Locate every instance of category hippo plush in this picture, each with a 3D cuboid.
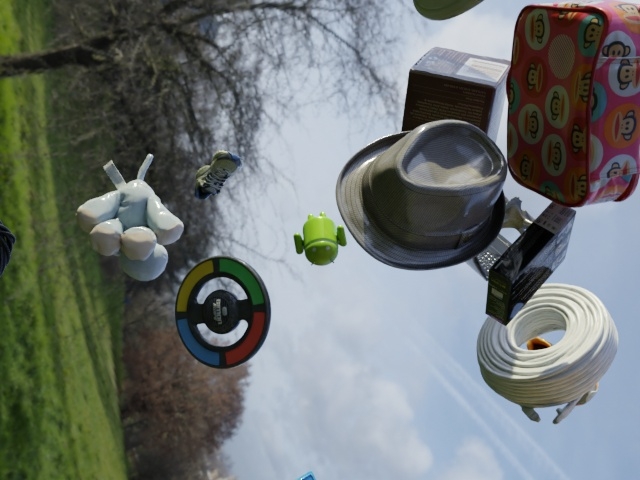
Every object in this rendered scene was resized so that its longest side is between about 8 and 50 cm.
[{"bbox_3d":[-0.494,-0.018,1.776,0.294,0.234,0.236,59,-31,28],"label":"hippo plush"}]

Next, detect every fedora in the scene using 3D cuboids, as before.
[{"bbox_3d":[0.171,-0.090,1.049,0.124,0.276,0.243,115,-43,-57],"label":"fedora"}]

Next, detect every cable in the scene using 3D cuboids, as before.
[{"bbox_3d":[0.410,0.189,1.295,0.089,0.257,0.257,56,-13,-29],"label":"cable"},{"bbox_3d":[-0.703,0.027,1.413,0.047,0.185,0.150,-2,-81,45],"label":"cable"}]

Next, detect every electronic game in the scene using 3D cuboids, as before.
[{"bbox_3d":[-0.200,0.144,1.415,0.048,0.229,0.229,8,55,-63],"label":"electronic game"}]

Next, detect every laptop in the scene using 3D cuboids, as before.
[{"bbox_3d":[0.380,-0.022,1.728,0.234,0.264,0.136,48,-39,40],"label":"laptop"}]

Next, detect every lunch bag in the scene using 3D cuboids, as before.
[{"bbox_3d":[0.368,-0.210,1.059,0.258,0.120,0.293,-135,-140,-62],"label":"lunch bag"}]

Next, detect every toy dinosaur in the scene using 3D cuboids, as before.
[{"bbox_3d":[0.329,-0.063,1.552,0.160,0.314,0.121,-59,138,-57],"label":"toy dinosaur"}]

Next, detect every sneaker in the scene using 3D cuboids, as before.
[{"bbox_3d":[-0.173,-0.104,1.181,0.135,0.052,0.058,-32,-142,53],"label":"sneaker"},{"bbox_3d":[0.515,0.281,1.519,0.083,0.084,0.215,41,4,-24],"label":"sneaker"}]

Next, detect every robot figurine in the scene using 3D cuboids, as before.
[{"bbox_3d":[0.000,0.000,1.366,0.067,0.101,0.115,76,7,-53],"label":"robot figurine"}]

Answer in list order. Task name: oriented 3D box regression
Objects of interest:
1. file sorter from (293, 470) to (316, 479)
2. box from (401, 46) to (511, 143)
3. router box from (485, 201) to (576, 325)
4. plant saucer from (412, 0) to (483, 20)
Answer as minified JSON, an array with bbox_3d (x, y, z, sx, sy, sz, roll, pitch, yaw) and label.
[{"bbox_3d":[-0.074,0.422,0.975,0.104,0.170,0.118,-42,-109,48],"label":"file sorter"},{"bbox_3d":[0.262,-0.248,1.375,0.167,0.168,0.203,16,-56,18],"label":"box"},{"bbox_3d":[0.340,0.038,1.139,0.046,0.179,0.133,35,-25,30],"label":"router box"},{"bbox_3d":[0.273,-0.581,1.214,0.101,0.400,0.400,29,5,-25],"label":"plant saucer"}]
